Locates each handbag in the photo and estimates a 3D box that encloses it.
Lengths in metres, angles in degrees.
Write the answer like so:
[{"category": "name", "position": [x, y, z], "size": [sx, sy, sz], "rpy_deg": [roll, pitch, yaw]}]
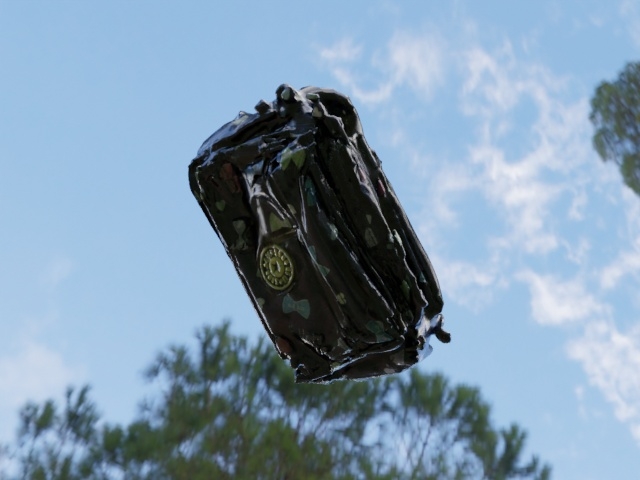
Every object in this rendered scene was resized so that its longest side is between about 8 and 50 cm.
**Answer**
[{"category": "handbag", "position": [0.000, 0.000, 0.999], "size": [0.162, 0.113, 0.260], "rpy_deg": [-22, -84, 33]}]
